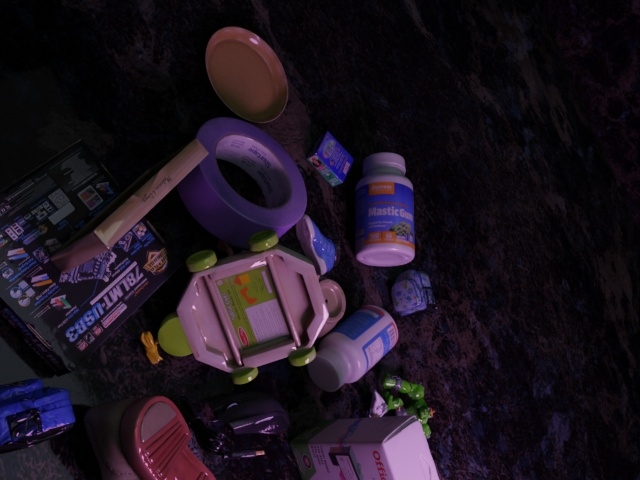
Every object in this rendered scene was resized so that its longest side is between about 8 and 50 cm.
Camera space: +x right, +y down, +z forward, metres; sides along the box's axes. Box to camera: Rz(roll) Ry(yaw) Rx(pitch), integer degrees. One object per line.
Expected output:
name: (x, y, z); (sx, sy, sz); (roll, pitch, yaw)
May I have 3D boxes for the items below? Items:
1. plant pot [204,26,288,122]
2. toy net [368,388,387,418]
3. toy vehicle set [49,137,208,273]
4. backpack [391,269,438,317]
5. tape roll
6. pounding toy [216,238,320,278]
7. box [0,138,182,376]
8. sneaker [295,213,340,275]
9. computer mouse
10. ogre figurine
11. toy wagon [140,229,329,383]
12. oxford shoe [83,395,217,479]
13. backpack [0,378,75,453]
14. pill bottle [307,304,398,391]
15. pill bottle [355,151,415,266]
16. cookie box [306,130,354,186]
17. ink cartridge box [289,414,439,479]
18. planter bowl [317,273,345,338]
plant pot: (-0.176, -0.384, 1.471); (0.236, 0.032, 0.237); (16, 66, -39)
toy net: (0.131, 0.458, 1.451); (0.045, 0.122, 0.232); (9, 43, 2)
toy vehicle set: (-0.315, -0.061, 1.045); (0.035, 0.165, 0.267); (52, 47, -18)
backpack: (0.240, 0.136, 1.649); (0.084, 0.105, 0.115); (10, 65, -42)
tape roll: (-0.162, -0.121, 1.306); (0.274, 0.090, 0.275); (28, 41, -28)
pounding toy: (-0.141, 0.070, 1.291); (0.181, 0.206, 0.094); (-4, 121, -61)
box: (-0.429, 0.023, 1.073); (0.293, 0.073, 0.296); (54, 47, -17)
sneaker: (-0.001, 0.000, 1.494); (0.084, 0.058, 0.152); (-27, 100, -39)
computer mouse: (-0.135, 0.337, 1.175); (0.261, 0.184, 0.060); (16, 100, -40)
ogre figurine: (0.212, 0.425, 1.544); (0.118, 0.097, 0.197); (-5, 64, -26)
toy wagon: (-0.164, 0.138, 1.177); (0.068, 0.344, 0.268); (-111, -176, -70)
oxford shoe: (-0.274, 0.428, 1.064); (0.140, 0.146, 0.398); (-46, 128, -58)
backpack: (-0.445, 0.265, 0.963); (0.120, 0.097, 0.101); (-3, 76, -43)
pill bottle: (0.072, 0.249, 1.440); (0.221, 0.124, 0.124); (-30, 98, -44)
pill bottle: (0.164, -0.081, 1.612); (0.152, 0.152, 0.272); (17, 66, -39)
cookie box: (0.025, -0.207, 1.599); (0.107, 0.040, 0.092); (44, 51, -24)
ink cartridge box: (0.092, 0.477, 1.276); (0.117, 0.278, 0.202); (-19, 90, -45)
planter bowl: (-0.013, 0.143, 1.403); (0.162, 0.109, 0.162); (15, 68, -39)
